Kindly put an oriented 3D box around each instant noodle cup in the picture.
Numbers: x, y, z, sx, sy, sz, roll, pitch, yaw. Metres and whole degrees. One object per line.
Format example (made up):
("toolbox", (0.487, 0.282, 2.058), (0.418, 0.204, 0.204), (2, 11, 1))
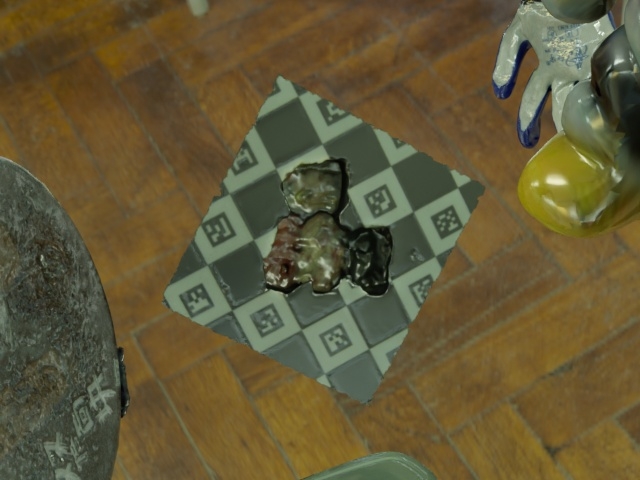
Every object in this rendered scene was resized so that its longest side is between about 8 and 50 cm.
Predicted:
("instant noodle cup", (-0.246, 0.078, 0.633), (0.207, 0.217, 0.217), (-13, 54, 15))

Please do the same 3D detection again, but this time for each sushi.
("sushi", (0.000, 0.000, 1.064), (0.220, 0.047, 0.231), (27, 93, -14))

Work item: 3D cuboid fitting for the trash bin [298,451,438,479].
("trash bin", (0.013, 0.199, 0.657), (0.116, 0.130, 0.059), (-15, 24, -31))

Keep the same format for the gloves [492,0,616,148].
("gloves", (0.112, -0.077, 0.544), (0.064, 0.086, 0.026), (-8, 18, 32))

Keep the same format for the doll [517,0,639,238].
("doll", (0.125, -0.124, 0.237), (0.103, 0.316, 0.145), (1, 37, -20))
